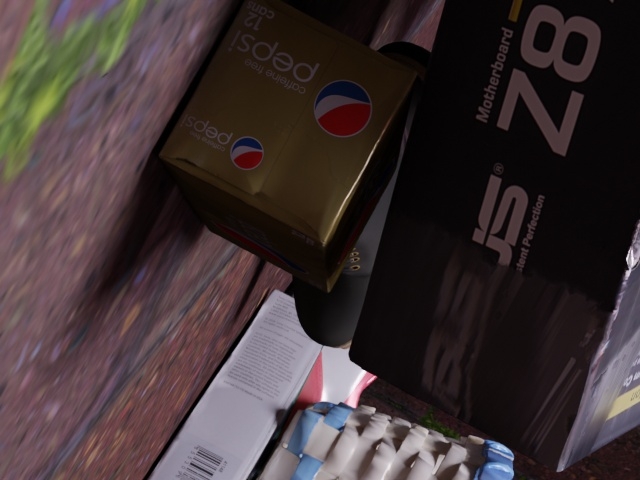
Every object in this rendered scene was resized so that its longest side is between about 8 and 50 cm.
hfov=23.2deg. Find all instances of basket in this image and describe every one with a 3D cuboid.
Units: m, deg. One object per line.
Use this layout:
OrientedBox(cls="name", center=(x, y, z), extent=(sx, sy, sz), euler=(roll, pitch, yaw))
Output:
OrientedBox(cls="basket", center=(0.084, 0.232, 1.067), extent=(0.255, 0.289, 0.201), euler=(52, 62, -82))

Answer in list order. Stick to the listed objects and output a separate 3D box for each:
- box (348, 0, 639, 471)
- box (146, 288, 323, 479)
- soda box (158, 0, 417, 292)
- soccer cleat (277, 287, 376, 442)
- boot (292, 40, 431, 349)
OrientedBox(cls="box", center=(0.191, -0.114, 0.589), extent=(0.395, 0.097, 0.318), euler=(-15, 124, -53))
OrientedBox(cls="box", center=(-0.101, 0.214, 1.102), extent=(0.232, 0.058, 0.322), euler=(-57, 175, -45))
OrientedBox(cls="soda box", center=(-0.008, -0.027, 0.546), extent=(0.061, 0.058, 0.181), euler=(-62, 176, -5))
OrientedBox(cls="soccer cleat", center=(0.045, 0.036, 1.262), extent=(0.318, 0.116, 0.109), euler=(-58, 175, -30))
OrientedBox(cls="boot", center=(0.000, 0.000, 0.854), extent=(0.137, 0.076, 0.198), euler=(-48, 154, -53))
